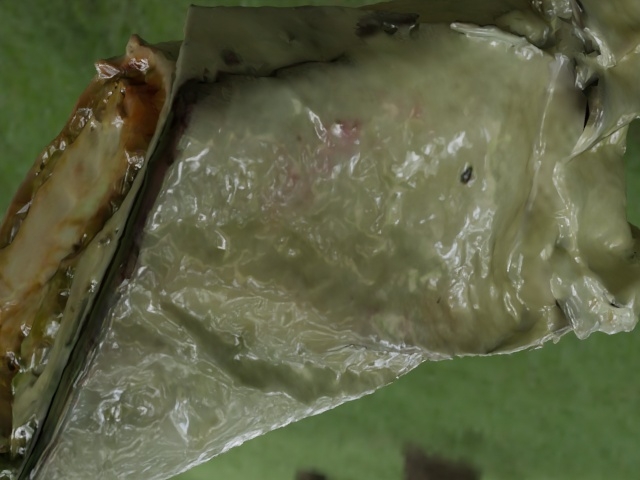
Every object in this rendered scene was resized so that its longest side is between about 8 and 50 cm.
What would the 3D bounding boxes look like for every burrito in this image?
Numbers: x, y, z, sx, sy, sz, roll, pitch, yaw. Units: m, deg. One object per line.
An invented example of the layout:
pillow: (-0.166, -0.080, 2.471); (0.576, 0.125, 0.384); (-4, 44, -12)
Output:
burrito: (-0.004, -0.012, 0.662); (0.347, 0.175, 0.107); (-18, -171, -26)
